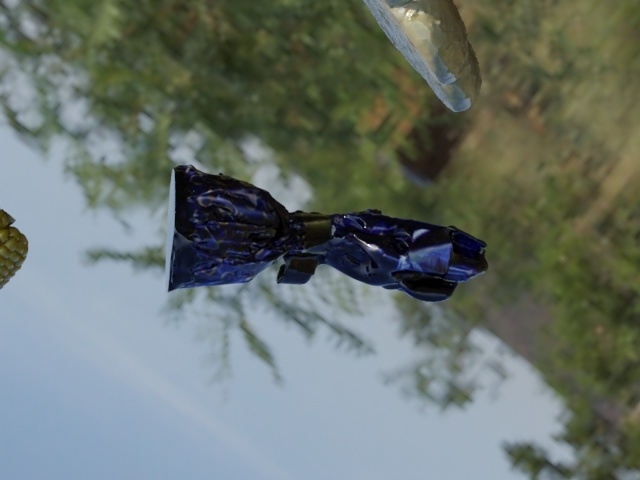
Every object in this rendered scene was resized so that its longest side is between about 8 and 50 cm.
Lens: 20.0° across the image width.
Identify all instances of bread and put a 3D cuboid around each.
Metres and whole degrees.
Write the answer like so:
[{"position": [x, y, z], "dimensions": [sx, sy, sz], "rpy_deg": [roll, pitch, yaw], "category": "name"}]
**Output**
[{"position": [0.035, -0.239, 1.462], "dimensions": [0.316, 0.054, 0.316], "rpy_deg": [55, -178, -2], "category": "bread"}]

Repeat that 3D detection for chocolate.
[{"position": [0.004, 0.003, 1.823], "dimensions": [0.343, 0.148, 0.126], "rpy_deg": [5, -125, -19], "category": "chocolate"}]

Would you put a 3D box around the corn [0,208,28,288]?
[{"position": [-0.384, 0.061, 1.728], "dimensions": [0.093, 0.244, 0.093], "rpy_deg": [43, 171, 9], "category": "corn"}]
